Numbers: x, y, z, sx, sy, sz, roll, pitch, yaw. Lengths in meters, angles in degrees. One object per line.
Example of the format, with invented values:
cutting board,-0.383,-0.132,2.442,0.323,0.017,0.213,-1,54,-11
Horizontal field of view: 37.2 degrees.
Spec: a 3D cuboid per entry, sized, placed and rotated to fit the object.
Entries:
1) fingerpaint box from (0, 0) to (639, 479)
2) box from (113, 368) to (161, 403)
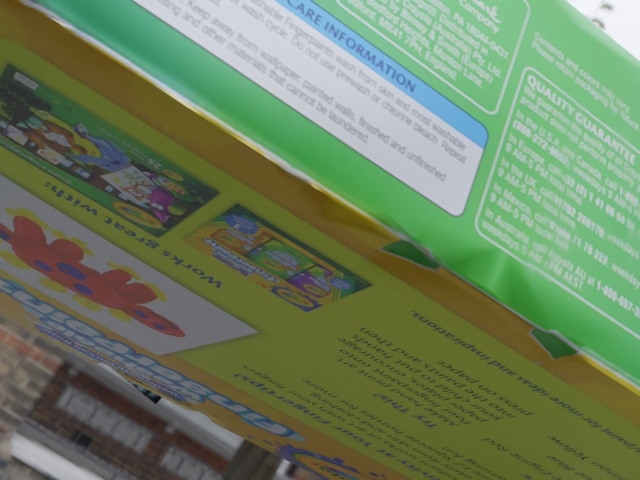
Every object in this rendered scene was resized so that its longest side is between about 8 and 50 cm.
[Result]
fingerpaint box,0.000,0.000,0.537,0.445,0.163,0.371,31,-28,-19
box,-0.148,0.047,0.736,0.137,0.094,0.027,40,4,-5
